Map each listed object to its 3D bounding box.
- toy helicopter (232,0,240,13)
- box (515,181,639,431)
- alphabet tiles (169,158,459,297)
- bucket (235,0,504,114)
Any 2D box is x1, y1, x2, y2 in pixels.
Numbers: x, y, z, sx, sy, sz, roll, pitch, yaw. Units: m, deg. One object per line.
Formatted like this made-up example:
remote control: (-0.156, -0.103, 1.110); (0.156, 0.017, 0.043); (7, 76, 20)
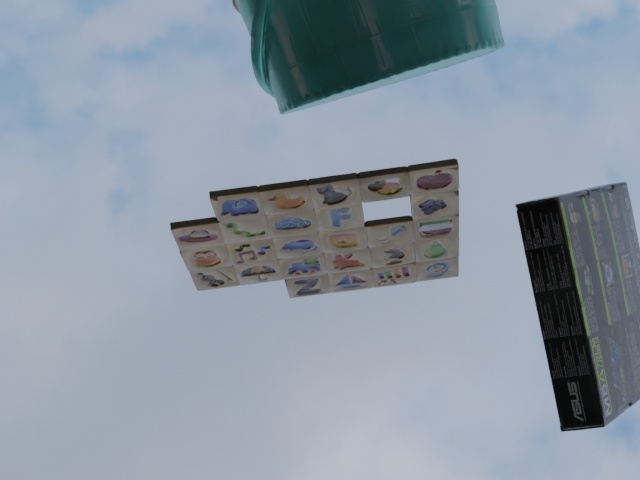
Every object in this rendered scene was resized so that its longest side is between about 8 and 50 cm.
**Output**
toy helicopter: (-0.139, -0.395, 1.551); (0.235, 0.355, 0.140); (-7, -118, 33)
box: (0.236, 0.050, 1.036); (0.045, 0.184, 0.190); (-11, -89, 34)
alphabet tiles: (0.000, 0.000, 1.026); (0.237, 0.198, 0.009); (-7, -118, 3)
bucket: (0.045, -0.246, 1.216); (0.281, 0.281, 0.183); (-17, -86, -4)
